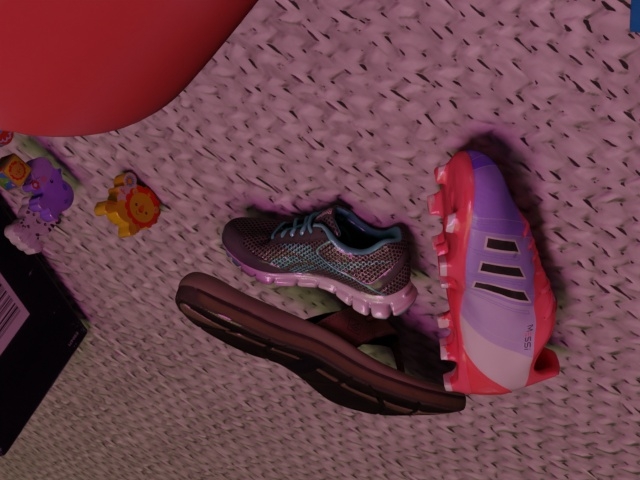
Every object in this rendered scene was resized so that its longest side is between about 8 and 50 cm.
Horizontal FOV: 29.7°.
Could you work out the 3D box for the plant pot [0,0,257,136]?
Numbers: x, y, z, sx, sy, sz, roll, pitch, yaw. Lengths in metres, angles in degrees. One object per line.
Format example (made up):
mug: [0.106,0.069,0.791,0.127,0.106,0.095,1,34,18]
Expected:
plant pot: [-0.094,-0.214,0.537,0.275,0.275,0.243,42,137,-20]

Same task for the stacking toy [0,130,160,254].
stacking toy: [-0.265,-0.074,1.046,0.167,0.052,0.221,-9,135,44]

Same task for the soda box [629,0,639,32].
soda box: [0.251,-0.122,0.543,0.210,0.071,0.067,14,145,23]

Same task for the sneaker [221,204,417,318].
sneaker: [0.000,0.000,0.950,0.167,0.065,0.076,15,129,17]

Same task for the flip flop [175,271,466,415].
flip flop: [0.010,0.080,1.012,0.277,0.080,0.112,27,158,-18]

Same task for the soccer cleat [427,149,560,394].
soccer cleat: [0.129,0.026,0.866,0.095,0.083,0.248,-6,137,1]

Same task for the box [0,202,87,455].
box: [-0.452,0.042,1.243,0.294,0.182,0.296,8,141,29]
